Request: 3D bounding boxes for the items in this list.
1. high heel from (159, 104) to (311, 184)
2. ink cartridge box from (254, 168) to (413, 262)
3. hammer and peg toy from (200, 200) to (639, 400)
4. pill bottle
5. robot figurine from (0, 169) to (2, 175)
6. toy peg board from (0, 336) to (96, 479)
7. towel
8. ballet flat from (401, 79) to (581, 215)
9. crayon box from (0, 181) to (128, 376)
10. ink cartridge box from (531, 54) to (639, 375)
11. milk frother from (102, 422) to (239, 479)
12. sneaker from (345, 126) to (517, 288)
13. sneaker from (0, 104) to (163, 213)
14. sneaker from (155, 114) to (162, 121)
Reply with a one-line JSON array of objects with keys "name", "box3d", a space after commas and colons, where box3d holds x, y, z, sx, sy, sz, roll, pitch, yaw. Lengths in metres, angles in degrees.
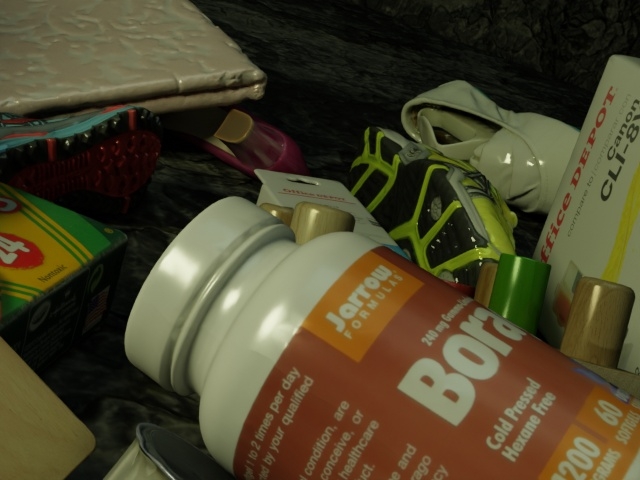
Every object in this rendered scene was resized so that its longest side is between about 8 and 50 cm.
[{"name": "high heel", "box3d": [-0.108, -0.129, 1.252, 0.244, 0.082, 0.117, 23, -11, 48]}, {"name": "ink cartridge box", "box3d": [0.000, 0.000, 1.008, 0.104, 0.060, 0.180, 7, 24, -26]}, {"name": "hammer and peg toy", "box3d": [0.061, 0.056, 0.672, 0.266, 0.127, 0.361, 15, -1, -9]}, {"name": "pill bottle", "box3d": [0.028, 0.072, 0.457, 0.216, 0.121, 0.121, 32, 24, 16]}, {"name": "robot figurine", "box3d": [-0.324, -0.074, 0.660, 0.211, 0.085, 0.291, 21, 22, 4]}, {"name": "toy peg board", "box3d": [-0.223, 0.099, 0.494, 0.161, 0.079, 0.160, 47, 49, -1]}, {"name": "towel", "box3d": [-0.269, -0.222, 1.206, 0.317, 0.053, 0.332, -13, 40, -26]}, {"name": "ballet flat", "box3d": [0.230, -0.115, 1.433, 0.139, 0.139, 0.400, 7, 20, -28]}, {"name": "crayon box", "box3d": [-0.318, 0.000, 0.715, 0.319, 0.081, 0.202, 21, 21, 7]}, {"name": "ink cartridge box", "box3d": [0.333, 0.029, 0.918, 0.160, 0.279, 0.384, 13, 21, -12]}, {"name": "milk frother", "box3d": [-0.093, 0.145, 0.465, 0.143, 0.134, 0.129, 37, -3, 34]}, {"name": "sneaker", "box3d": [0.136, -0.013, 1.044, 0.147, 0.145, 0.384, 12, 23, -17]}, {"name": "sneaker", "box3d": [-0.247, -0.084, 0.952, 0.125, 0.104, 0.262, 26, 22, 24]}, {"name": "sneaker", "box3d": [-0.215, -0.135, 1.204, 0.035, 0.031, 0.083, 31, 24, 31]}]
